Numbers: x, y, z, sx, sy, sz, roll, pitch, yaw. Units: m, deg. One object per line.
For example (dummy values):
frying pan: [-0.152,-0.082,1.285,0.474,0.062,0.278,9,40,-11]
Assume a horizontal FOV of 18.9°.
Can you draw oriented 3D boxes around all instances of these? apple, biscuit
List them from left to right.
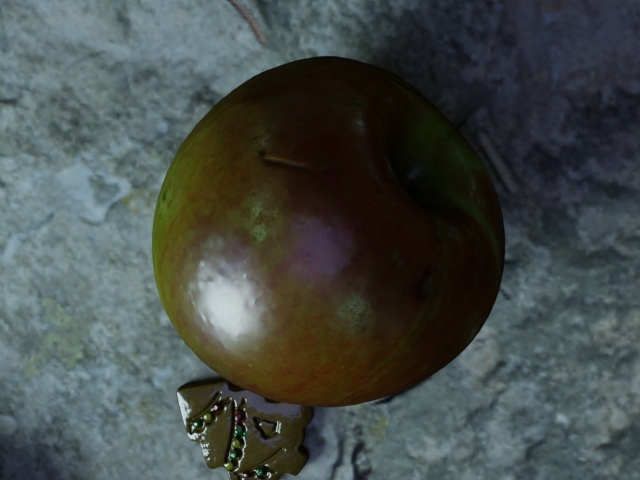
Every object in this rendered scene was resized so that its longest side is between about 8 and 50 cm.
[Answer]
biscuit: [-0.049,0.116,1.191,0.092,0.016,0.082,34,112,-5]
apple: [0.000,0.000,1.051,0.196,0.196,0.196,3,110,8]
